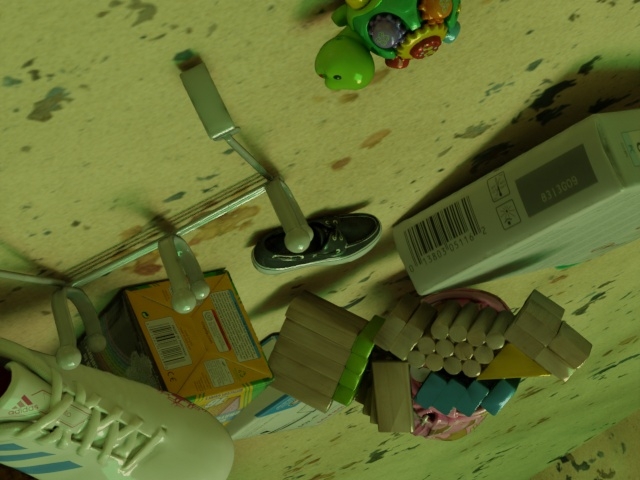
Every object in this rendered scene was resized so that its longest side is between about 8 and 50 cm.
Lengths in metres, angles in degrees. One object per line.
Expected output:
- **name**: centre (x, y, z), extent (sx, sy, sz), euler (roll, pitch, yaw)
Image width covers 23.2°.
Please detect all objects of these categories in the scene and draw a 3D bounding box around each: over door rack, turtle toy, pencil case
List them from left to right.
- **over door rack**: centre (-0.142, 0.003, 1.281), extent (0.240, 0.108, 0.324), euler (-28, 162, 3)
- **turtle toy**: centre (0.052, -0.159, 1.154), extent (0.130, 0.066, 0.095), euler (-28, 162, 6)
- **pencil case**: centre (0.166, 0.167, 2.001), extent (0.167, 0.160, 0.386), euler (-19, 170, -2)

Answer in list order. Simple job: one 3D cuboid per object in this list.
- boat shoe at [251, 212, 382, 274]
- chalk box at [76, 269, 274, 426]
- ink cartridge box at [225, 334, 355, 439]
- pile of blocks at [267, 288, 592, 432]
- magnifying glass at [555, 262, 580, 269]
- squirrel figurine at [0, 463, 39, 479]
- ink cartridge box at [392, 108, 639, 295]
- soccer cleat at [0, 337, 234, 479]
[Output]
- **boat shoe**: centre (0.000, 0.000, 1.557), extent (0.142, 0.049, 0.040), euler (-17, 159, -20)
- **chalk box**: centre (-0.168, 0.143, 1.596), extent (0.132, 0.132, 0.213), euler (-11, 158, -38)
- **ink cartridge box**: centre (-0.030, 0.178, 1.958), extent (0.140, 0.082, 0.191), euler (-38, 157, 32)
- **pile of blocks**: centre (0.121, 0.127, 1.736), extent (0.362, 0.148, 0.112), euler (1, -165, 16)
- **magnifying glass**: centre (0.413, -0.022, 2.085), extent (0.231, 0.026, 0.092), euler (-29, 162, 7)
- **squirrel figurine**: centre (-0.363, 0.290, 1.544), extent (0.397, 0.281, 0.370), euler (-13, 147, 10)
- **ink cartridge box**: centre (0.316, -0.056, 1.705), extent (0.385, 0.091, 0.308), euler (-12, 166, -43)
- **soccer cleat**: centre (-0.228, 0.160, 1.369), extent (0.331, 0.116, 0.143), euler (17, 164, -12)
